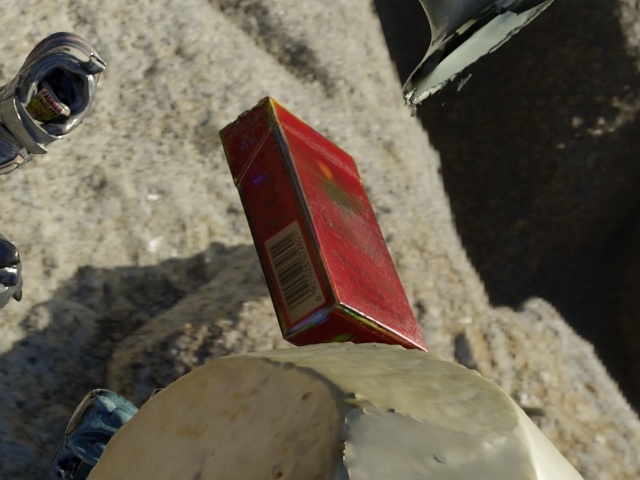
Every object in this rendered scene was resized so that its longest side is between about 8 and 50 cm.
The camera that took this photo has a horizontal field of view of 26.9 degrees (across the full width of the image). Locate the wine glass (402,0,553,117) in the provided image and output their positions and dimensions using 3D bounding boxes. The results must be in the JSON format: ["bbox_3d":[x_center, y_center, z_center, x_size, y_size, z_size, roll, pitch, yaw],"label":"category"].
[{"bbox_3d":[0.034,-0.284,1.037,0.190,0.190,0.357,-35,82,-29],"label":"wine glass"}]

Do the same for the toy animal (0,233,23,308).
[{"bbox_3d":[-0.298,0.038,1.101,0.121,0.210,0.117,38,77,11],"label":"toy animal"}]

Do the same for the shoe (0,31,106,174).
[{"bbox_3d":[-0.280,-0.125,1.316,0.180,0.092,0.089,-45,117,-9],"label":"shoe"}]

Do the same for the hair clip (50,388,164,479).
[{"bbox_3d":[-0.189,0.318,1.727,0.310,0.194,0.206,47,49,13],"label":"hair clip"}]

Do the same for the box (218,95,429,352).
[{"bbox_3d":[0.001,0.001,1.593,0.197,0.089,0.313,31,33,-48],"label":"box"}]

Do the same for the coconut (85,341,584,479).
[{"bbox_3d":[0.025,0.213,0.706,0.323,0.323,0.323,2,87,-32],"label":"coconut"}]
